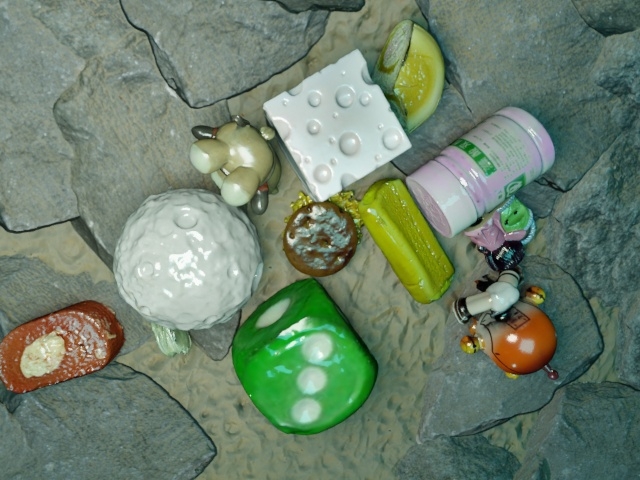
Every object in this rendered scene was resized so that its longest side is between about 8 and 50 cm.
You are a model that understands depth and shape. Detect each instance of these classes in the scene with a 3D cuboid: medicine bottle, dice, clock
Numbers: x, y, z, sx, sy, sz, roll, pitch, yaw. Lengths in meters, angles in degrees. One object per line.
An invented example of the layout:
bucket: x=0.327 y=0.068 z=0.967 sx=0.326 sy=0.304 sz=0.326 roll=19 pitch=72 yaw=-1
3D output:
medicine bottle: x=0.416 y=-0.180 z=1.119 sx=0.325 sy=0.212 sz=0.212 roll=-35 pitch=108 yaw=1
dice: x=-0.042 y=0.300 z=1.124 sx=0.297 sy=0.287 sz=0.300 roll=-36 pitch=107 yaw=0
clock: x=0.541 y=-0.023 z=1.241 sx=0.194 sy=0.100 sz=0.195 roll=-42 pitch=109 yaw=1

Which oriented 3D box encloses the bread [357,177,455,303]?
bread: x=0.237 y=0.005 z=1.181 sx=0.166 sy=0.112 sz=0.384 roll=-44 pitch=110 yaw=-25

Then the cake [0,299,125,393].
cake: x=-0.661 y=0.264 z=1.082 sx=0.282 sy=0.151 sz=0.177 roll=-15 pitch=95 yaw=-6

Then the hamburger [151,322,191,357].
hamburger: x=-0.400 y=0.246 z=1.126 sx=0.062 sy=0.133 sz=0.140 roll=-21 pitch=152 yaw=-7

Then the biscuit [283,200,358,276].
biscuit: x=0.000 y=0.000 z=1.131 sx=0.212 sy=0.036 sz=0.212 roll=-2 pitch=105 yaw=-7

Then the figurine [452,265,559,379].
figurine: x=0.580 y=0.262 z=1.271 sx=0.320 sy=0.196 sz=0.323 roll=-35 pitch=98 yaw=-6

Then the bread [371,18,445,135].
bread: x=0.225 y=-0.396 z=1.068 sx=0.156 sy=0.158 sz=0.261 roll=13 pitch=102 yaw=-23

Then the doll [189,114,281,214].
doll: x=-0.178 y=-0.185 z=0.951 sx=0.235 sy=0.330 sz=0.174 roll=43 pitch=90 yaw=-10

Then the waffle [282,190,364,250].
waffle: x=0.014 y=-0.040 z=1.170 sx=0.228 sy=0.051 sz=0.232 roll=17 pitch=100 yaw=-11

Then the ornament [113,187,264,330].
ornament: x=-0.290 y=0.044 z=0.983 sx=0.336 sy=0.337 sz=0.337 roll=-2 pitch=105 yaw=-9

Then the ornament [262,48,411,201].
ornament: x=0.028 y=-0.251 z=0.998 sx=0.239 sy=0.239 sz=0.240 roll=-32 pitch=98 yaw=-3
